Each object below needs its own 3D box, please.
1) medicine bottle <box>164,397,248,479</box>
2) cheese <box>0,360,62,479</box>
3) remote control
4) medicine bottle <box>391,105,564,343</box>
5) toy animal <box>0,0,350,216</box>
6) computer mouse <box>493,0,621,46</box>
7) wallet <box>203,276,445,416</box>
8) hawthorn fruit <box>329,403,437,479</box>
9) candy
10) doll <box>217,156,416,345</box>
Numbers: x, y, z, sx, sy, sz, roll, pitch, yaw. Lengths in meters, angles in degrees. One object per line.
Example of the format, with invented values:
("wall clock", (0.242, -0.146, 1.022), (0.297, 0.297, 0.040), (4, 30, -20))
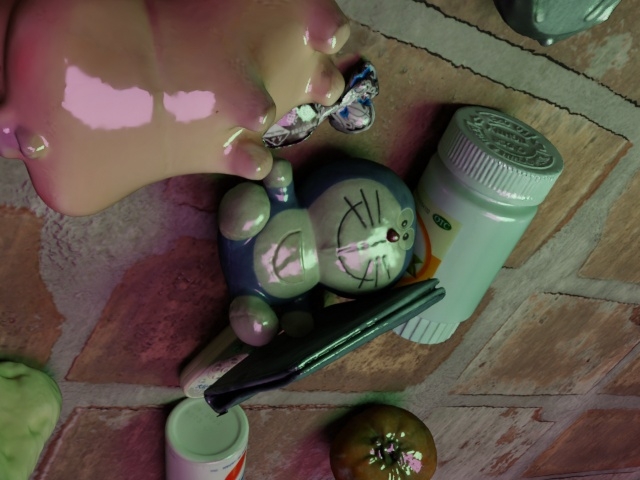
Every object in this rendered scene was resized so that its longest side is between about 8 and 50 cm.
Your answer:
("medicine bottle", (-0.194, 0.406, 1.253), (0.130, 0.130, 0.341), (-10, 136, -23))
("cheese", (-0.448, 0.220, 0.908), (0.173, 0.251, 0.248), (-35, 105, 24))
("remote control", (-0.124, 0.153, 1.106), (0.221, 0.042, 0.078), (-45, 145, 16))
("medicine bottle", (0.187, -0.011, 1.040), (0.158, 0.158, 0.318), (-1, 131, -31))
("toy animal", (-0.140, -0.158, 0.657), (0.326, 0.269, 0.237), (-44, 152, -38))
("computer mouse", (0.293, -0.379, 0.765), (0.203, 0.114, 0.374), (-8, 143, -28))
("wallet", (-0.004, 0.139, 0.993), (0.251, 0.054, 0.290), (-29, -178, -33))
("hawthorn fruit", (0.115, 0.424, 1.433), (0.199, 0.199, 0.251), (-21, 153, -12))
("candy", (-0.035, -0.146, 0.854), (0.226, 0.051, 0.094), (-19, 128, -17))
("doll", (0.000, 0.000, 0.931), (0.258, 0.154, 0.228), (-11, 106, -11))
